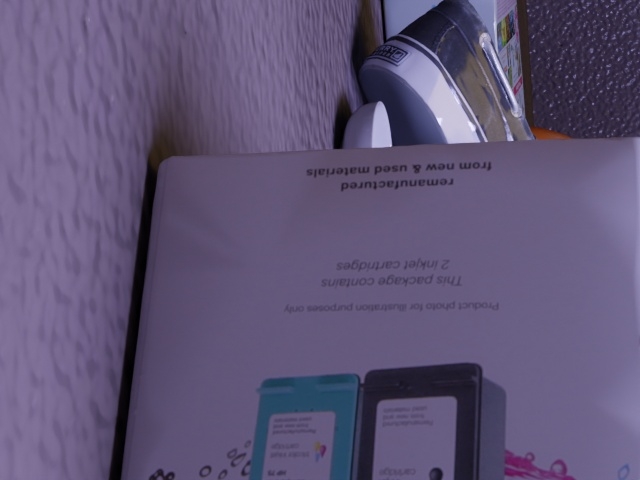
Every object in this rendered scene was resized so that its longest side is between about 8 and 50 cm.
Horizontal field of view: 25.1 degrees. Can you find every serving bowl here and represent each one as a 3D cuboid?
[{"bbox_3d":[0.029,-0.051,0.964,0.083,0.027,0.083,-2,90,-77],"label":"serving bowl"}]

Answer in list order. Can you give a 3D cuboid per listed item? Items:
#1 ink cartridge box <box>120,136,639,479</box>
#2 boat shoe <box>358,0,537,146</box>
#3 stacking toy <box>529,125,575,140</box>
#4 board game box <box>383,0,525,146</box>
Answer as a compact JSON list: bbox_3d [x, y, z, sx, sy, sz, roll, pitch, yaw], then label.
[{"bbox_3d":[0.040,0.125,0.581,0.198,0.197,0.270,63,28,-62],"label":"ink cartridge box"},{"bbox_3d":[0.136,-0.044,1.088,0.105,0.113,0.306,-42,118,-18],"label":"boat shoe"},{"bbox_3d":[0.403,0.023,1.612,0.350,0.480,0.350,-2,90,-77],"label":"stacking toy"},{"bbox_3d":[0.117,-0.187,1.235,0.224,0.097,0.303,-46,132,-72],"label":"board game box"}]
